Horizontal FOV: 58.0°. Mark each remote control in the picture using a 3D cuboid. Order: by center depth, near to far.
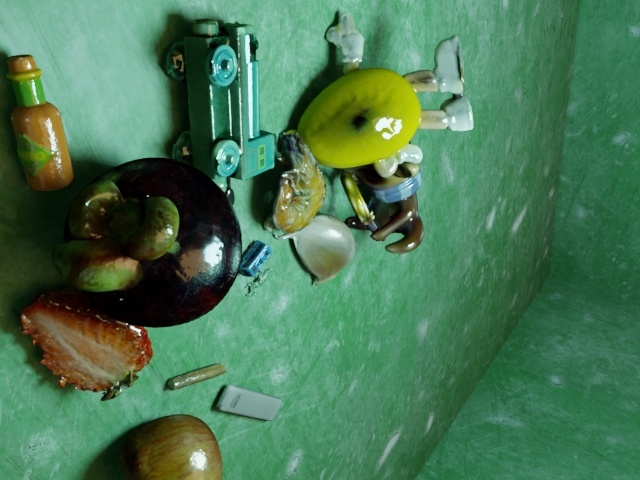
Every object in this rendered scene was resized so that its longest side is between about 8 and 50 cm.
[{"bbox_3d":[-0.179,0.413,1.465,0.067,0.029,0.261,-63,148,-9],"label":"remote control"}]

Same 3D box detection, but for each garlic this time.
[{"bbox_3d":[-0.001,-0.005,1.446,0.266,0.129,0.148,46,57,-42],"label":"garlic"}]

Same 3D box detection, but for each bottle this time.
[{"bbox_3d":[-0.402,-0.166,0.818,0.069,0.069,0.186,-30,128,-43],"label":"bottle"}]

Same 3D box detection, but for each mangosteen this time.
[{"bbox_3d":[-0.263,0.003,0.902,0.288,0.288,0.287,-30,130,-43],"label":"mangosteen"}]

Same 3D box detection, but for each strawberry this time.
[{"bbox_3d":[-0.386,0.155,0.987,0.175,0.106,0.235,-13,124,-9],"label":"strawberry"}]

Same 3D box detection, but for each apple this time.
[{"bbox_3d":[-0.300,0.460,1.167,0.188,0.211,0.210,-11,119,-22],"label":"apple"}]

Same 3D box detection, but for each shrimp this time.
[{"bbox_3d":[-0.059,-0.116,1.243,0.164,0.062,0.316,-55,156,-18],"label":"shrimp"}]

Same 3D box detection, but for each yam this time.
[{"bbox_3d":[-0.270,0.299,1.272,0.145,0.032,0.032,-7,113,-51],"label":"yam"}]

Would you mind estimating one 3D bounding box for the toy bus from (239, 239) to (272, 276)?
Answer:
[{"bbox_3d":[-0.149,0.042,1.292,0.083,0.046,0.038,-54,143,-23],"label":"toy bus"}]

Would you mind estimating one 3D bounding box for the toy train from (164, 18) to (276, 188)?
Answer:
[{"bbox_3d":[-0.171,-0.249,1.055,0.194,0.120,0.297,-34,133,-51],"label":"toy train"}]

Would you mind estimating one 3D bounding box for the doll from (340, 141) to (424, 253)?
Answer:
[{"bbox_3d":[0.162,-0.130,1.509,0.339,0.209,0.317,77,14,-50],"label":"doll"}]

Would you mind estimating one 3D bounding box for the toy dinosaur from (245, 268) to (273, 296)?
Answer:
[{"bbox_3d":[-0.142,0.101,1.355,0.083,0.021,0.062,-12,123,-47],"label":"toy dinosaur"}]

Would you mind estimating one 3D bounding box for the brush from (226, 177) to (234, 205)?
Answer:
[{"bbox_3d":[-0.188,-0.108,1.192,0.024,0.008,0.083,-29,129,-42],"label":"brush"}]

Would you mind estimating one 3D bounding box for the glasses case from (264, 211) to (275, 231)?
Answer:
[{"bbox_3d":[-0.100,-0.055,1.330,0.083,0.021,0.032,-50,143,-26],"label":"glasses case"}]

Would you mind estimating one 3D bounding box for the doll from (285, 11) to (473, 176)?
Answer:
[{"bbox_3d":[0.147,-0.316,1.301,0.161,0.424,0.347,-168,-91,-84],"label":"doll"}]
